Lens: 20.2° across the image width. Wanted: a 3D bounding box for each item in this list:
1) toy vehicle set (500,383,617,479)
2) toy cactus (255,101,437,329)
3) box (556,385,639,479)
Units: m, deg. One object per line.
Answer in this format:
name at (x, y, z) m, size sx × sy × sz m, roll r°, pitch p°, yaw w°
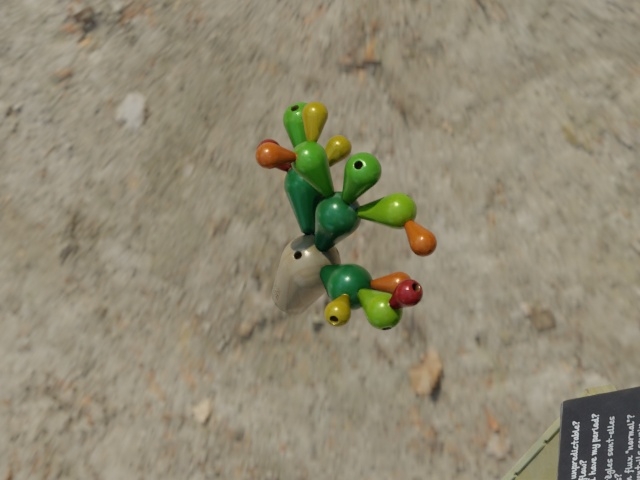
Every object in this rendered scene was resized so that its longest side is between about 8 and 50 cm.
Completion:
toy vehicle set at (0.242, 0.270, 1.426) m, size 0.166 × 0.035 × 0.267 m, roll -54°, pitch 54°, yaw 38°
toy cactus at (0.000, 0.000, 1.435) m, size 0.219 × 0.112 × 0.180 m, roll 56°, pitch 142°, yaw 23°
box at (0.227, 0.198, 0.908) m, size 0.142 × 0.163 × 0.247 m, roll -15°, pitch 137°, yaw 31°
